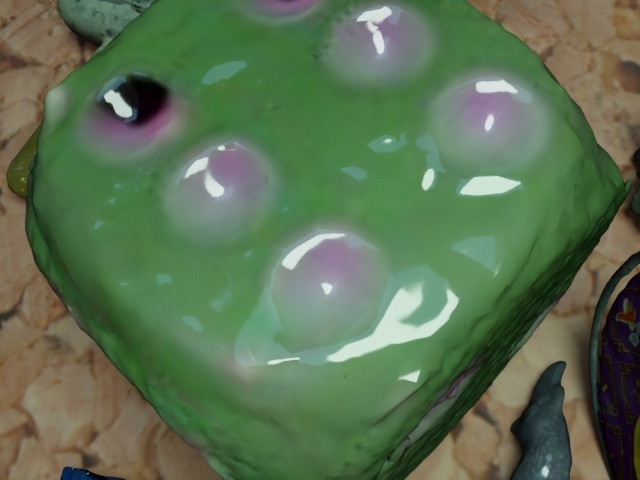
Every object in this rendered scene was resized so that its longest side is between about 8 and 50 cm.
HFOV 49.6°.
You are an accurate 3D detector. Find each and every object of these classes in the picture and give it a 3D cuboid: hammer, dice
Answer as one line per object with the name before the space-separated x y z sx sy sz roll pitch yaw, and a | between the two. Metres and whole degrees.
hammer | -0.249 -0.176 0.779 0.202 0.113 0.305 25 78 21
dice | 0.000 0.000 0.537 0.322 0.330 0.318 41 80 20

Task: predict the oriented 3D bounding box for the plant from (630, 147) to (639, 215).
plant | 0.366 -0.091 0.624 0.129 0.132 0.194 33 72 23

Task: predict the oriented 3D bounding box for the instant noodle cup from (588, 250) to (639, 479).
instant noodle cup | 0.381 0.135 0.442 0.266 0.340 0.339 -12 66 -7

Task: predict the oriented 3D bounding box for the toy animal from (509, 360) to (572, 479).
toy animal | 0.177 0.274 0.498 0.206 0.081 0.367 -39 39 14

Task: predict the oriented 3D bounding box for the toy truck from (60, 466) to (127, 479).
toy truck | -0.122 0.260 0.556 0.208 0.126 0.113 8 70 20
